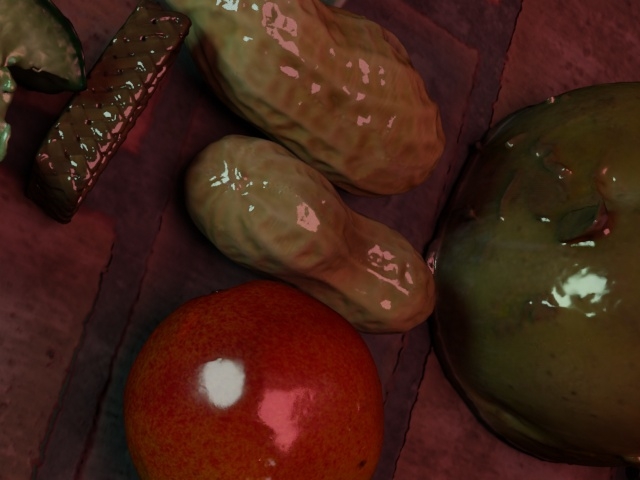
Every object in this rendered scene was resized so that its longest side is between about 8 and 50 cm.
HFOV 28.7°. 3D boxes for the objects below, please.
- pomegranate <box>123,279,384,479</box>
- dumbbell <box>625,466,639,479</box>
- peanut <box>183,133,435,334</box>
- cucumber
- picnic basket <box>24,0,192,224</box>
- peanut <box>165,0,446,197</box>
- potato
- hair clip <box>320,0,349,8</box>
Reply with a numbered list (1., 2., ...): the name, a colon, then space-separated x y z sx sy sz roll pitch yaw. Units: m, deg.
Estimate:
1. pomegranate: -0.049 0.161 1.043 0.221 0.221 0.257 -19 104 -34
2. dumbbell: 0.463 0.288 1.422 0.325 0.143 0.143 17 77 -32
3. peanut: 0.000 0.000 1.132 0.274 0.125 0.111 32 77 -27
4. cucumber: -0.293 -0.124 0.944 0.191 0.130 0.191 0 91 -32
5. picnic basket: -0.178 -0.109 1.035 0.055 0.110 0.193 33 67 -7
6. peanut: -0.012 -0.158 1.130 0.325 0.140 0.153 43 78 -23
7. potato: 0.364 0.020 1.277 0.385 0.319 0.442 52 58 -22
8. hair clip: 0.063 -0.363 1.196 0.113 0.172 0.282 -1 76 -27
